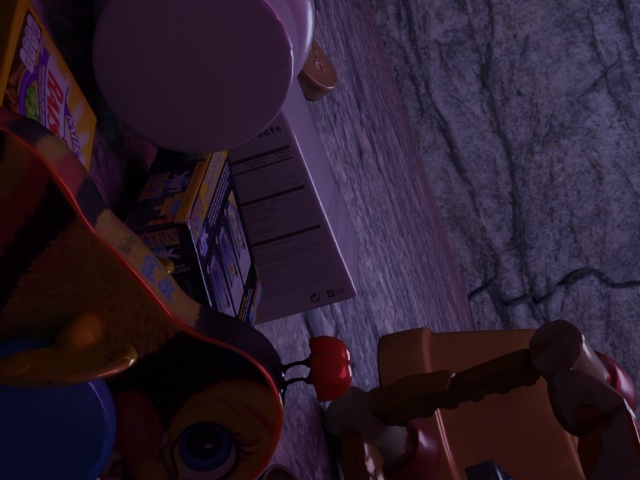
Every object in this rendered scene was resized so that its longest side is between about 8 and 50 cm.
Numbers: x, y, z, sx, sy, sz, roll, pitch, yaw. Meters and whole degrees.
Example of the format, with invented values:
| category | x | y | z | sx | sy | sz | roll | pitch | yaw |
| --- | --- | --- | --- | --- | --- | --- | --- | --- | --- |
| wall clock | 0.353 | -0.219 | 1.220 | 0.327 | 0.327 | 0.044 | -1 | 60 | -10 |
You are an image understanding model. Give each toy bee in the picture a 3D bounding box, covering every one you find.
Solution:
| category | x | y | z | sx | sy | sz | roll | pitch | yaw |
| --- | --- | --- | --- | --- | --- | --- | --- | --- | --- |
| toy bee | -0.077 | 0.052 | 0.587 | 0.298 | 0.162 | 0.195 | 60 | 4 | -31 |

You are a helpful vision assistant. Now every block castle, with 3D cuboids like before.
| category | x | y | z | sx | sy | sz | roll | pitch | yaw |
| --- | --- | --- | --- | --- | --- | --- | --- | --- | --- |
| block castle | 0.193 | 0.325 | 1.236 | 0.213 | 0.303 | 0.453 | 46 | 28 | -53 |

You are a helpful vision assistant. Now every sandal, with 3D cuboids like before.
| category | x | y | z | sx | sy | sz | roll | pitch | yaw |
| --- | --- | --- | --- | --- | --- | --- | --- | --- | --- |
| sandal | -0.052 | -0.240 | 1.200 | 0.240 | 0.079 | 0.088 | 48 | 30 | -8 |

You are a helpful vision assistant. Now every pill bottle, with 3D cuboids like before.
| category | x | y | z | sx | sy | sz | roll | pitch | yaw |
| --- | --- | --- | --- | --- | --- | --- | --- | --- | --- |
| pill bottle | -0.082 | -0.189 | 1.006 | 0.283 | 0.161 | 0.161 | -87 | 157 | -60 |

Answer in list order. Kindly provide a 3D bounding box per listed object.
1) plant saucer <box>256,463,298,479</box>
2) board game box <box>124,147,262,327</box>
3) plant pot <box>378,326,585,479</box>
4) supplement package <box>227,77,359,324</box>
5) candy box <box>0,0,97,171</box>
| category | x | y | z | sx | sy | sz | roll | pitch | yaw |
| --- | --- | --- | --- | --- | --- | --- | --- | --- | --- |
| plant saucer | -0.023 | 0.260 | 0.954 | 0.198 | 0.036 | 0.199 | -17 | 90 | -78 |
| board game box | -0.086 | 0.018 | 0.935 | 0.170 | 0.048 | 0.141 | -81 | 159 | -66 |
| plant pot | 0.214 | 0.233 | 1.714 | 0.291 | 0.203 | 0.291 | -18 | 90 | -79 |
| supplement package | -0.045 | -0.038 | 1.103 | 0.105 | 0.105 | 0.179 | -82 | 153 | -63 |
| candy box | -0.163 | -0.041 | 0.740 | 0.206 | 0.027 | 0.105 | -94 | 166 | -48 |
